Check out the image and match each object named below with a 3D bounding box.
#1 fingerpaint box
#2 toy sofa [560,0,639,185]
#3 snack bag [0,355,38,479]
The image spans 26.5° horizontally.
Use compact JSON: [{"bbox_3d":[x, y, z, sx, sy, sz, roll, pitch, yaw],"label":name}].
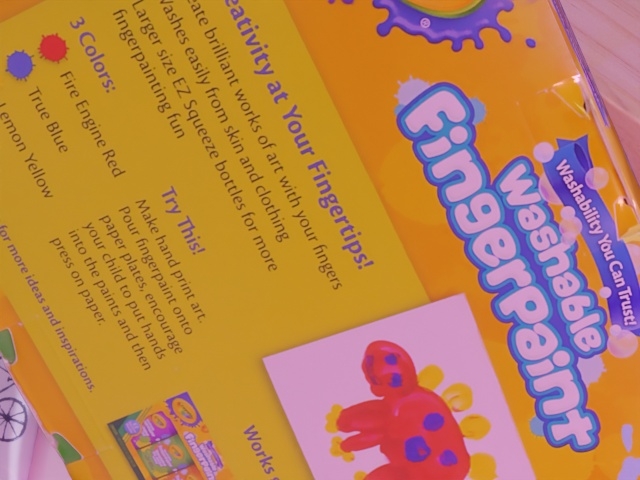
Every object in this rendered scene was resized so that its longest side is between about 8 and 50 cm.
[{"bbox_3d":[0.000,0.000,0.815,0.371,0.163,0.444,-24,104,13],"label":"fingerpaint box"},{"bbox_3d":[0.198,-0.071,0.970,0.362,0.150,0.177,37,53,7],"label":"toy sofa"},{"bbox_3d":[-0.372,0.092,1.020,0.343,0.037,0.323,8,81,3],"label":"snack bag"}]
